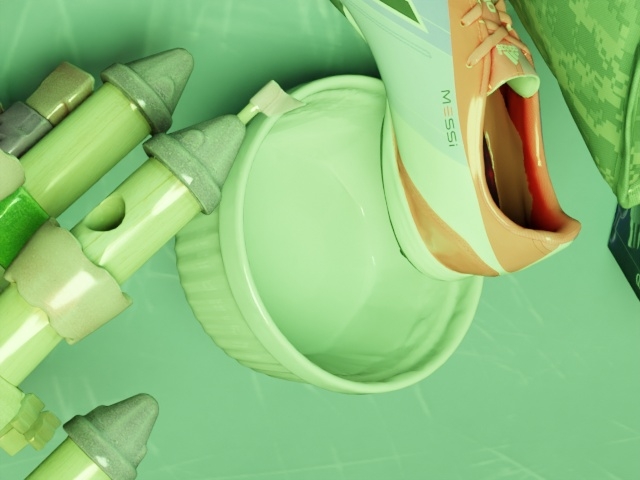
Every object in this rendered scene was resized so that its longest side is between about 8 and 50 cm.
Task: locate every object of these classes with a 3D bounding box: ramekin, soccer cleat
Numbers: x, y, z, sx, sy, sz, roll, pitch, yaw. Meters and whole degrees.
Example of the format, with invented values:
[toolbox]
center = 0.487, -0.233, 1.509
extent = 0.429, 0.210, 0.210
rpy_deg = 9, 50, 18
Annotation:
[ramekin]
center = 0.000, 0.000, 0.847
extent = 0.207, 0.207, 0.109
rpy_deg = 46, 149, -24
[soccer cleat]
center = 0.076, -0.132, 0.779
extent = 0.109, 0.116, 0.318
rpy_deg = -19, 96, -38

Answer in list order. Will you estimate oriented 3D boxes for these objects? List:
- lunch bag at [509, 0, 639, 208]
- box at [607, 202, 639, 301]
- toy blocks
[lunch bag]
center = 0.185, -0.202, 0.659
extent = 0.169, 0.235, 0.287
rpy_deg = -19, 148, -4
[box]
center = 0.288, -0.044, 0.874
extent = 0.108, 0.153, 0.207
rpy_deg = 3, 117, -7
[toy blocks]
center = -0.173, -0.026, 0.781
extent = 0.260, 0.289, 0.309
rpy_deg = -45, 133, -13
